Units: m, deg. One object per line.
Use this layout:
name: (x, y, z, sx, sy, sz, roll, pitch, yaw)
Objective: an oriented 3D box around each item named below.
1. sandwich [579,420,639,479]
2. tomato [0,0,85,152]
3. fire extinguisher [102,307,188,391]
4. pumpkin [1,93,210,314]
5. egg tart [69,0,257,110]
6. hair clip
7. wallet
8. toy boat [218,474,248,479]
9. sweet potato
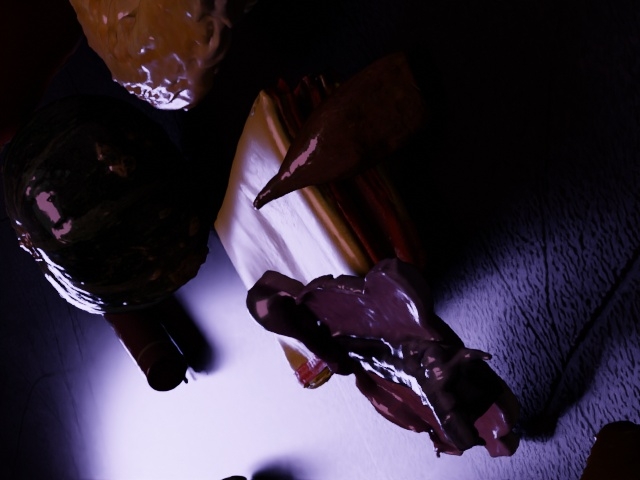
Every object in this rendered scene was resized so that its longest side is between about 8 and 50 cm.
sandwich: (0.163, 0.157, 0.671, 0.244, 0.088, 0.090, 29, 137, 62)
tomato: (-0.345, -0.207, 1.335, 0.321, 0.321, 0.322, 53, 152, 43)
fire extinguisher: (-0.172, 0.083, 1.566, 0.064, 0.043, 0.158, 33, -169, -40)
pumpkin: (-0.170, -0.029, 1.308, 0.190, 0.146, 0.190, 55, 178, 3)
egg tart: (-0.091, -0.233, 0.972, 0.315, 0.120, 0.315, 49, 149, 44)
hair clip: (0.048, 0.070, 0.895, 0.146, 0.056, 0.187, 46, 167, -18)
wallet: (0.000, 0.000, 1.019, 0.141, 0.067, 0.241, 61, 162, 11)
toy boat: (-0.098, 0.260, 1.503, 0.075, 0.077, 0.185, 61, 166, 26)
sweet potato: (0.010, -0.053, 0.886, 0.049, 0.117, 0.049, 51, -171, -11)
